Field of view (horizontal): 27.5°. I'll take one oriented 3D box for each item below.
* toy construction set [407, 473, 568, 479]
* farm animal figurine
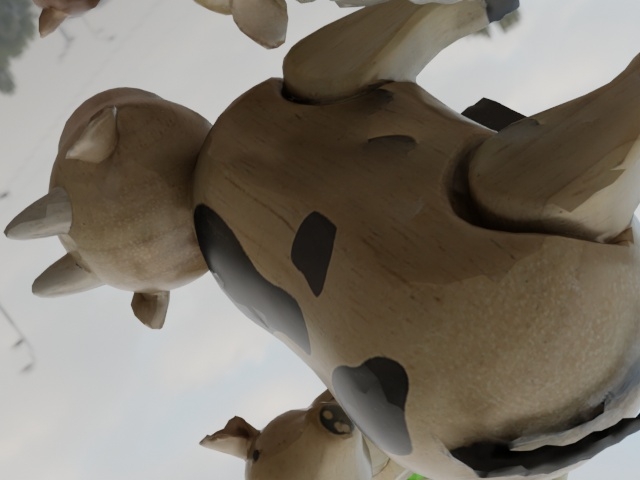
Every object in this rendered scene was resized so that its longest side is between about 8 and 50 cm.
[{"bbox_3d":[0.106,0.160,1.006,0.215,0.151,0.328,7,-169,4],"label":"toy construction set"},{"bbox_3d":[0.000,0.000,0.445,0.172,0.330,0.327,-36,-155,-18],"label":"farm animal figurine"}]
